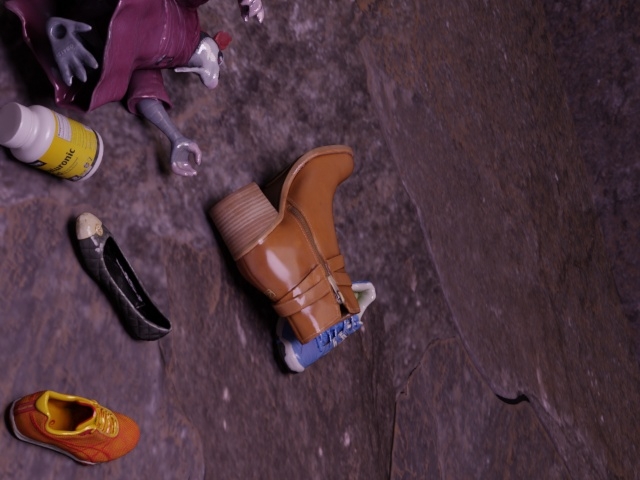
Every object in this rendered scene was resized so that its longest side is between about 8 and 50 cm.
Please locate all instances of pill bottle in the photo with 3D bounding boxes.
[{"bbox_3d":[-0.299,-0.110,1.429,0.116,0.065,0.065,24,56,-50],"label":"pill bottle"}]

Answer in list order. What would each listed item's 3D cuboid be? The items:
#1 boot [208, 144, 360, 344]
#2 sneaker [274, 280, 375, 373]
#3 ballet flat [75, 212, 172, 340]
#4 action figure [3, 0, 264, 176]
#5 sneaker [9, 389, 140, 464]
[{"bbox_3d":[0.000,0.000,1.757,0.220,0.109,0.283,55,37,3],"label":"boot"},{"bbox_3d":[0.006,0.108,1.792,0.080,0.081,0.211,64,34,-18],"label":"sneaker"},{"bbox_3d":[-0.224,0.039,1.492,0.173,0.049,0.057,60,33,-20],"label":"ballet flat"},{"bbox_3d":[-0.228,-0.245,1.557,0.275,0.248,0.370,34,12,15],"label":"action figure"},{"bbox_3d":[-0.244,0.196,1.370,0.175,0.067,0.064,23,56,-54],"label":"sneaker"}]
